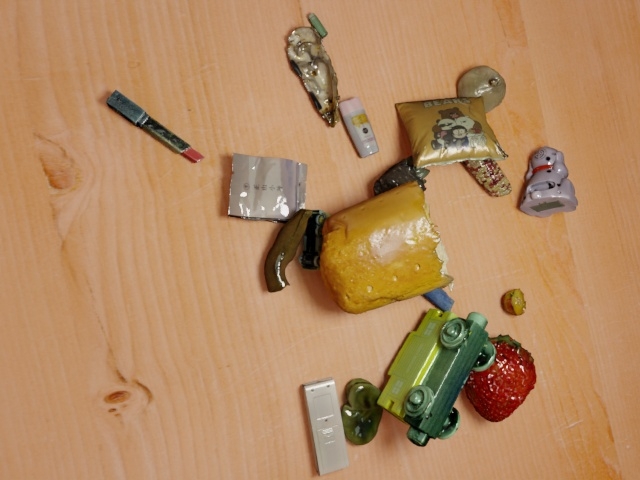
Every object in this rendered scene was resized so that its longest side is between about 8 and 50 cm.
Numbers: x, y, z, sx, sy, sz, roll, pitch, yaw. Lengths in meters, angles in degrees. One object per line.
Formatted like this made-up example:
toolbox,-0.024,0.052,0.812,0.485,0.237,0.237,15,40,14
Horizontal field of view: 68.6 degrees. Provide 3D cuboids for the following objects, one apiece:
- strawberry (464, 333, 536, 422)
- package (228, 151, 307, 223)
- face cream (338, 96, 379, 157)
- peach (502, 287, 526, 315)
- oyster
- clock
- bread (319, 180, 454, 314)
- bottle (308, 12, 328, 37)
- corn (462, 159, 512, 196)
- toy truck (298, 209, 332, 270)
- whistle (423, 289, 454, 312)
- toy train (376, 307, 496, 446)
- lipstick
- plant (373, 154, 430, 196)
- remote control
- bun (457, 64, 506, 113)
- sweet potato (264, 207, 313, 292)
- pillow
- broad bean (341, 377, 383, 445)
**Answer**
strawberry,0.588,0.462,1.557,0.250,0.238,0.288,11,93,-10
package,-0.163,-0.159,1.473,0.250,0.062,0.204,5,85,-24
face cream,0.132,-0.380,1.579,0.084,0.057,0.198,-24,93,-17
peach,0.695,0.223,1.692,0.098,0.061,0.098,3,85,-38
oyster,-0.012,-0.536,1.548,0.128,0.078,0.345,-22,94,5
clock,0.835,-0.229,1.723,0.188,0.189,0.254,18,66,-14
bread,0.193,0.055,1.397,0.394,0.250,0.361,-22,109,-2
bottle,-0.009,-0.723,1.578,0.030,0.030,0.083,-36,95,-15
corn,0.579,-0.268,1.678,0.098,0.098,0.290,-44,101,-14
toy truck,0.000,0.000,1.498,0.116,0.085,0.191,4,87,-45
whistle,0.339,0.139,1.598,0.304,0.062,0.062,39,77,-10
toy train,0.355,0.409,1.470,0.179,0.272,0.442,40,73,-19
lipstick,-0.490,-0.328,1.407,0.312,0.051,0.051,36,76,-12
plant,0.275,-0.193,1.565,0.194,0.129,0.132,-36,97,-32
remote control,0.015,0.583,1.479,0.102,0.055,0.277,-9,87,-16
bun,0.590,-0.548,1.689,0.173,0.113,0.167,-14,90,-14
sweet potato,-0.099,0.029,1.454,0.085,0.112,0.286,23,95,-57
pillow,0.428,-0.369,1.561,0.310,0.119,0.312,-7,55,2
broad bean,0.137,0.549,1.516,0.153,0.072,0.207,-6,98,-15
